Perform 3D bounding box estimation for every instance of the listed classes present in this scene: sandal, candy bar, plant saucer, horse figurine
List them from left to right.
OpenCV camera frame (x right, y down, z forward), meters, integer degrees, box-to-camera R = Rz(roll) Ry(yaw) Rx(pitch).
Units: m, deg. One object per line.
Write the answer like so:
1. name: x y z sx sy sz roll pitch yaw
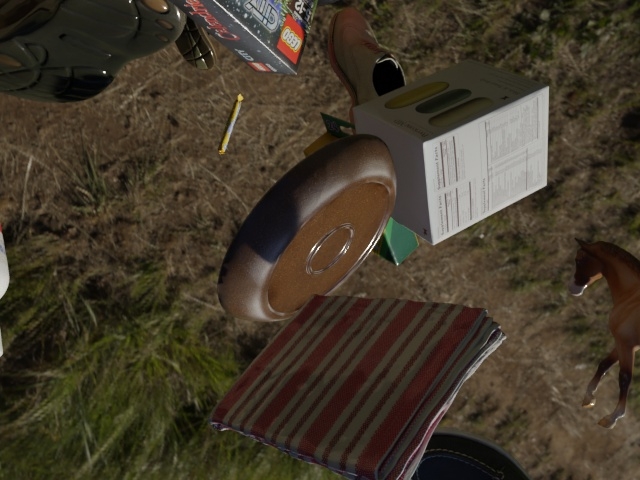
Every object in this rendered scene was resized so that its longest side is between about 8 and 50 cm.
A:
1. sandal: -0.251 -0.428 1.363 0.060 0.090 0.219 -54 139 -31
2. candy bar: -0.232 -0.299 1.817 0.018 0.040 0.161 19 89 4
3. plant saucer: 0.000 0.000 0.941 0.311 0.050 0.310 -38 154 -22
4. horse figurine: 0.323 0.106 0.638 0.066 0.263 0.174 11 96 -25

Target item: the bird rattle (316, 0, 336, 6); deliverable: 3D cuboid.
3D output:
1. bird rattle: 0.015 -0.573 1.535 0.254 0.206 0.143 4 144 10

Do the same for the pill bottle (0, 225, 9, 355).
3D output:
1. pill bottle: -0.594 -0.013 1.033 0.229 0.407 0.229 -14 171 -2

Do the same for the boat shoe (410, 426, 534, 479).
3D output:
1. boat shoe: 0.228 0.335 0.858 0.303 0.091 0.114 32 106 -12

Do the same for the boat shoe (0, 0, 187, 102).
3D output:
1. boat shoe: -0.236 -0.223 0.679 0.123 0.324 0.119 22 67 -48

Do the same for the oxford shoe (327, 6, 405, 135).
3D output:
1. oxford shoe: 0.123 -0.388 1.580 0.141 0.396 0.146 -3 153 -29

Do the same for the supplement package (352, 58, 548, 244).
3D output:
1. supplement package: 0.228 -0.162 1.223 0.263 0.199 0.198 -26 127 -21

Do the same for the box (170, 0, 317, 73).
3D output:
1. box: -0.071 -0.245 0.512 0.233 0.044 0.159 28 75 -57

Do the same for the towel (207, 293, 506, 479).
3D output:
1. towel: 0.018 0.098 0.504 0.144 0.197 0.029 -46 118 -31

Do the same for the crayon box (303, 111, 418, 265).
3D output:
1. crayon box: 0.084 -0.110 1.552 0.083 0.203 0.322 -41 134 -20
